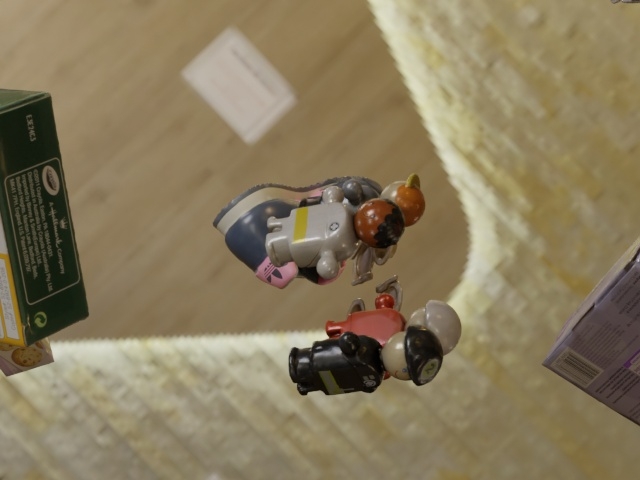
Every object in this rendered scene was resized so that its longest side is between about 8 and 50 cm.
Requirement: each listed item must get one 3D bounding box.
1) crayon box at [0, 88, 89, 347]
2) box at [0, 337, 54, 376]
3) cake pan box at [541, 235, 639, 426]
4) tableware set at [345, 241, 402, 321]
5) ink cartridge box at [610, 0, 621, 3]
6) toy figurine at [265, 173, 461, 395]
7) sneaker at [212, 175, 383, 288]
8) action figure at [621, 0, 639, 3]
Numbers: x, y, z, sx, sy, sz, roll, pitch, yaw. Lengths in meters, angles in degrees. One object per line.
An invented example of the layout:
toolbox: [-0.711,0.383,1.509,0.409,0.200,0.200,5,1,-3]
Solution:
crayon box: [-0.357,-0.034,1.452,0.323,0.083,0.203,8,-66,37]
box: [-0.375,0.060,1.821,0.324,0.067,0.063,75,-5,-63]
cake pan box: [0.352,0.114,1.486,0.245,0.070,0.267,33,-27,6]
tableware set: [0.068,0.054,2.138,0.020,0.169,0.141,12,-28,-23]
ink cartridge box: [0.509,-0.437,2.166,0.211,0.289,0.122,-26,-88,44]
toy figurine: [0.050,0.043,1.628,0.213,0.148,0.210,-23,103,-73]
sneaker: [0.000,0.000,2.050,0.319,0.112,0.131,-10,59,-53]
action figure: [0.355,-0.374,1.883,0.285,0.099,0.185,-135,-136,-56]
